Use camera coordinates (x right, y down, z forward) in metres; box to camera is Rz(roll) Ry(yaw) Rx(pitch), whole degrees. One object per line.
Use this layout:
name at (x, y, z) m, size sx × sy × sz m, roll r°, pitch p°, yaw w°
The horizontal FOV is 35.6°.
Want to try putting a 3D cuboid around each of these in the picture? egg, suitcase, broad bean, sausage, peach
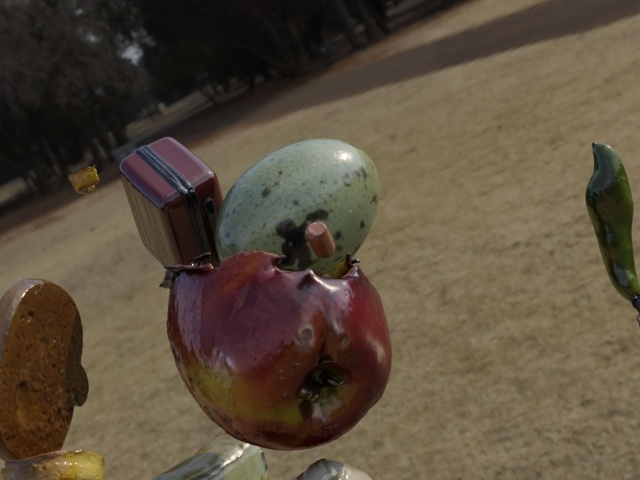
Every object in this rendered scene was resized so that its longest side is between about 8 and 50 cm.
egg at (-0.046, -0.050, 2.067) m, size 0.379 × 0.287 × 0.287 m, roll -42°, pitch 13°, yaw -9°
suitcase at (-0.323, -0.066, 2.268) m, size 0.161 × 0.297 × 0.236 m, roll -32°, pitch 51°, yaw -23°
broad bean at (0.513, -0.013, 1.721) m, size 0.067 × 0.325 × 0.075 m, roll -15°, pitch 1°, yaw -28°
sausage at (0.000, 0.000, 1.454) m, size 0.034 × 0.034 × 0.083 m, roll -29°, pitch -26°, yaw -2°
peach at (-0.089, 0.155, 1.651) m, size 0.416 × 0.339 × 0.353 m, roll 46°, pitch 115°, yaw 48°

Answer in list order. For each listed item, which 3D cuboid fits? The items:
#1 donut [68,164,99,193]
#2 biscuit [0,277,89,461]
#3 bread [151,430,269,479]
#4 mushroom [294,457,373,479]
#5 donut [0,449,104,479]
donut at (-0.430, -0.111, 1.851) m, size 0.083 × 0.038 × 0.067 m, roll -19°, pitch -7°, yaw 31°
biscuit at (-0.569, 0.266, 2.003) m, size 0.063 × 0.367 × 0.314 m, roll -2°, pitch -19°, yaw 18°
bread at (-0.262, 0.608, 2.126) m, size 0.210 × 0.301 × 0.341 m, roll -6°, pitch 17°, yaw 39°
mushroom at (-0.036, 0.559, 1.580) m, size 0.313 × 0.224 × 0.397 m, roll -18°, pitch 52°, yaw 41°
donut at (-0.482, 0.443, 1.804) m, size 0.190 × 0.174 × 0.075 m, roll -11°, pitch 56°, yaw -1°
